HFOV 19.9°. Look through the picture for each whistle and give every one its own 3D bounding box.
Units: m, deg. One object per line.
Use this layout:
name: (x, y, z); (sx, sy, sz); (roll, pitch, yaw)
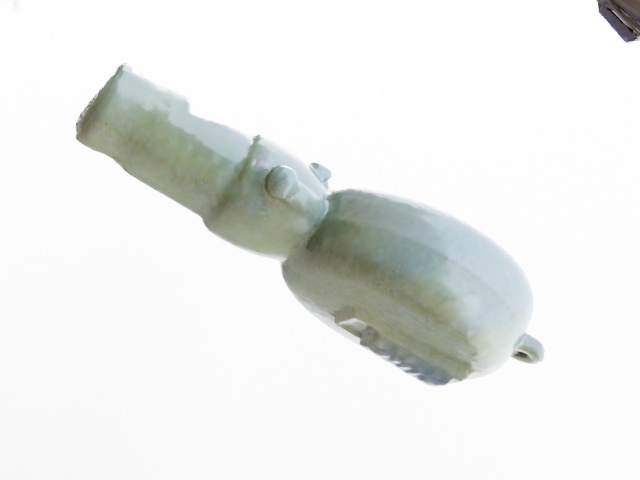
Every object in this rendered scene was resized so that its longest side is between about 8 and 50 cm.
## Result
whistle: (0.000, 0.000, 0.880); (0.067, 0.258, 0.126); (-62, -167, -20)

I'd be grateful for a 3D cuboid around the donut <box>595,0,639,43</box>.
donut: (0.125, -0.115, 0.468); (0.089, 0.235, 0.235); (-49, -130, 41)
